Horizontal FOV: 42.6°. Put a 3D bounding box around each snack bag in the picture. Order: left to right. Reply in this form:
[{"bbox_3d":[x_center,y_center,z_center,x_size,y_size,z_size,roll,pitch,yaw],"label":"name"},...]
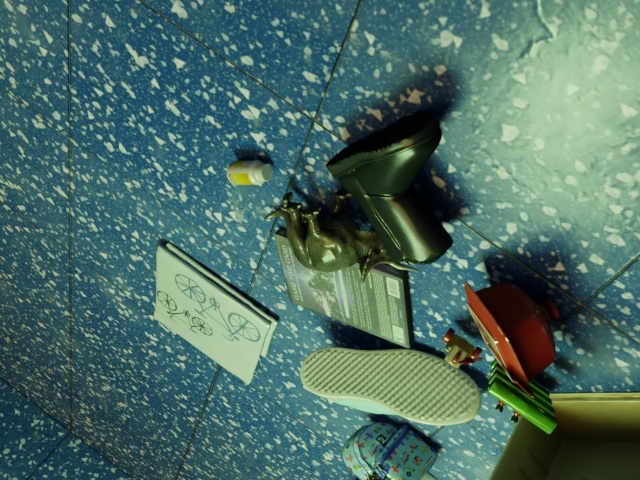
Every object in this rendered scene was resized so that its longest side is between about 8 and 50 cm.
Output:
[{"bbox_3d":[-0.257,0.185,1.934,0.323,0.037,0.342,33,145,10],"label":"snack bag"}]

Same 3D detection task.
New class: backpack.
[{"bbox_3d":[0.144,0.466,1.783,0.173,0.158,0.116,42,140,17],"label":"backpack"}]

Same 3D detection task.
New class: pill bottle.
[{"bbox_3d":[-0.123,-0.119,1.447,0.083,0.043,0.043,4,133,42],"label":"pill bottle"}]

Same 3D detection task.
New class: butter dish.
[{"bbox_3d":[0.312,0.131,1.268,0.160,0.118,0.160,59,-178,-33],"label":"butter dish"}]

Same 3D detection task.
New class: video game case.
[{"bbox_3d":[0.045,0.090,1.548,0.274,0.026,0.196,20,142,28],"label":"video game case"}]

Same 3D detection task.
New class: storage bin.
[{"bbox_3d":[0.422,0.382,1.313,0.260,0.262,0.123,-15,120,51],"label":"storage bin"}]

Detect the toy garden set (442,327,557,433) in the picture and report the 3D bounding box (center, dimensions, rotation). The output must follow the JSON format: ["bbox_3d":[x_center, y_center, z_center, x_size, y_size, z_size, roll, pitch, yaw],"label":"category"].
[{"bbox_3d":[0.276,0.229,1.330,0.204,0.049,0.244,34,-172,10],"label":"toy garden set"}]

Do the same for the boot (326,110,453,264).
[{"bbox_3d":[0.138,-0.068,1.211,0.207,0.094,0.246,52,150,-13],"label":"boot"}]

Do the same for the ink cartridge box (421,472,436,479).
[{"bbox_3d":[0.186,0.547,1.912,0.135,0.056,0.099,37,146,3],"label":"ink cartridge box"}]

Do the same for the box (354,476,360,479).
[{"bbox_3d":[0.156,0.653,1.944,0.184,0.103,0.261,40,170,2],"label":"box"}]

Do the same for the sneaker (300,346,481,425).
[{"bbox_3d":[0.150,0.282,1.613,0.366,0.135,0.150,10,167,29],"label":"sneaker"}]

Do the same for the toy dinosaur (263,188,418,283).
[{"bbox_3d":[0.000,0.000,1.403,0.314,0.121,0.160,-1,117,39],"label":"toy dinosaur"}]
